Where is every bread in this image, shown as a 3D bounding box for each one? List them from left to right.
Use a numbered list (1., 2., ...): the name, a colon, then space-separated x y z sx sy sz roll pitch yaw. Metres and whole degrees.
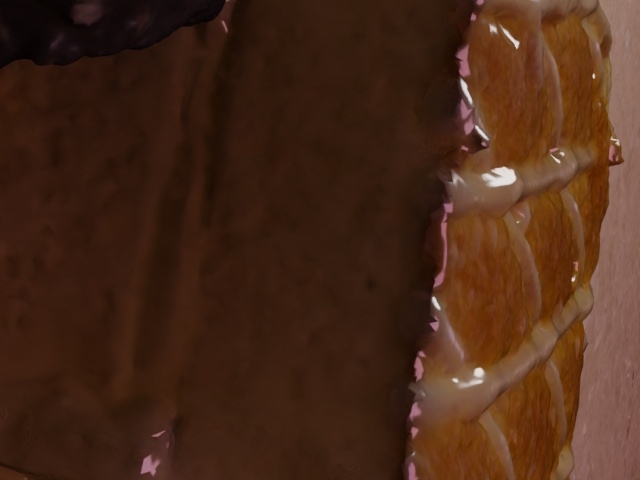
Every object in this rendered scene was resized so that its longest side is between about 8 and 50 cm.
1. bread: 0.000 0.000 0.963 0.390 0.279 0.371 36 62 -66

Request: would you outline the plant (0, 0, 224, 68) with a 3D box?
1. plant: -0.110 -0.196 0.721 0.178 0.204 0.234 -31 131 -62
